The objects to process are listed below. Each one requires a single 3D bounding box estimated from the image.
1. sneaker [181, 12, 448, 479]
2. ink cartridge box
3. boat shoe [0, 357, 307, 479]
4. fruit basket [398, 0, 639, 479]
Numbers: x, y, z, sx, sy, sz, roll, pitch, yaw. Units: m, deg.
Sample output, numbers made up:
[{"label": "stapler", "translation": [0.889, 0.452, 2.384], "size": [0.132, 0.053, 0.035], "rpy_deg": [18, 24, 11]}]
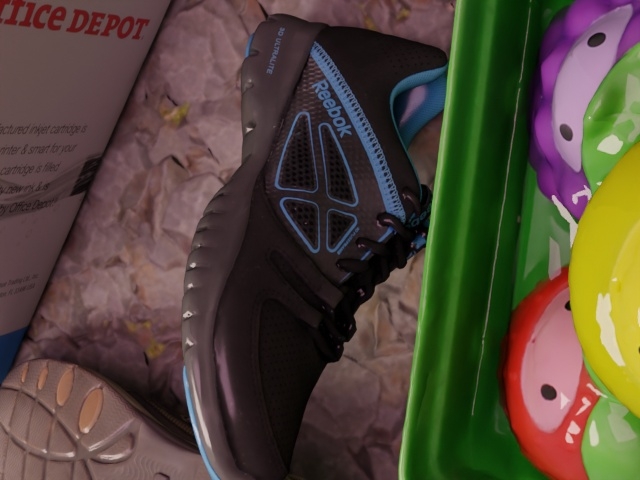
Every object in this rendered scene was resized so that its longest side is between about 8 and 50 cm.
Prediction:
[{"label": "sneaker", "translation": [0.000, 0.000, 0.868], "size": [0.140, 0.125, 0.340], "rpy_deg": [6, 66, 10]}, {"label": "ink cartridge box", "translation": [-0.295, -0.055, 0.945], "size": [0.166, 0.285, 0.395], "rpy_deg": [30, 104, 16]}, {"label": "boat shoe", "translation": [-0.111, 0.189, 0.973], "size": [0.355, 0.130, 0.132], "rpy_deg": [23, 85, 41]}, {"label": "fruit basket", "translation": [0.187, 0.011, 0.732], "size": [0.283, 0.392, 0.392], "rpy_deg": [9, 98, 20]}]
